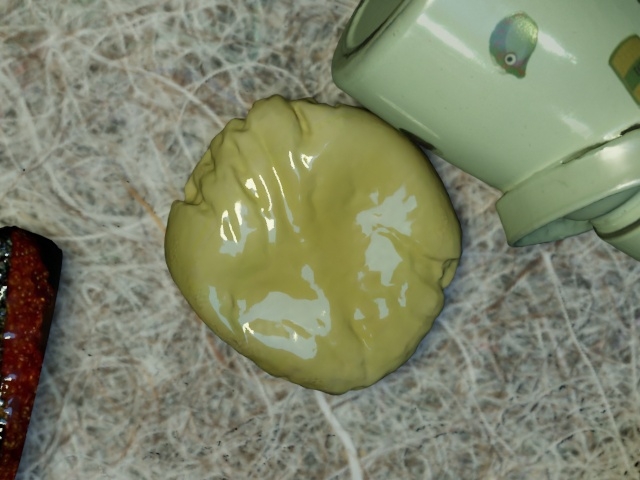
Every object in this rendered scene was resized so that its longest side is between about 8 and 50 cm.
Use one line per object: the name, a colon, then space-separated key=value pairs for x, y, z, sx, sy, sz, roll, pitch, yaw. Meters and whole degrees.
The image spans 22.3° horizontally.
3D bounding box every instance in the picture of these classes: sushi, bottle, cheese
sushi: x=-0.282 y=0.092 z=1.254 sx=0.126 sy=0.136 sz=0.225 roll=11 pitch=97 yaw=-15
bottle: x=0.197 y=-0.099 z=1.206 sx=0.351 sy=0.229 sz=0.229 roll=35 pitch=98 yaw=-13
cheese: x=0.000 y=0.000 z=1.268 sx=0.226 sy=0.117 sz=0.214 roll=34 pitch=94 yaw=-15
